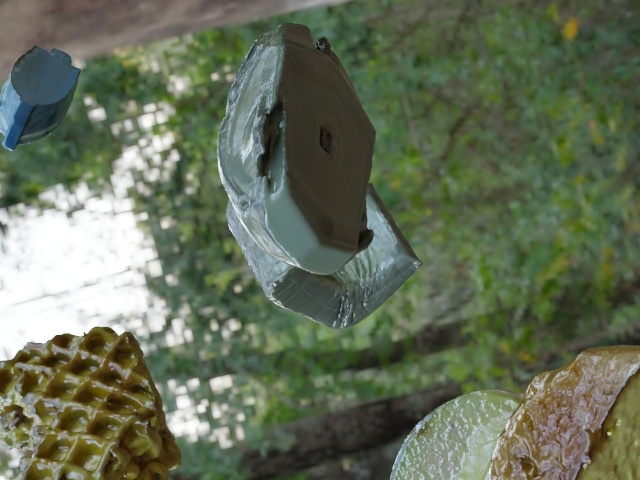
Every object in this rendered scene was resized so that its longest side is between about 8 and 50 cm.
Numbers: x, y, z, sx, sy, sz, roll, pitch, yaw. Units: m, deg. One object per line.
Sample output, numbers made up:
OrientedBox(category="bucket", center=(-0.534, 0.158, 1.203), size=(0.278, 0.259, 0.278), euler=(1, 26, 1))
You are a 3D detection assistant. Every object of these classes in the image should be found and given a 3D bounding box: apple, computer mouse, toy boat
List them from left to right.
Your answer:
OrientedBox(category="toy boat", center=(-0.385, -0.176, 1.967), size=(0.102, 0.088, 0.215), euler=(-60, 9, 28))
OrientedBox(category="computer mouse", center=(-0.039, -0.114, 1.979), size=(0.228, 0.145, 0.429), euler=(40, -143, -30))
OrientedBox(category="apple", center=(0.184, 0.281, 1.755), size=(0.120, 0.193, 0.265), euler=(-61, -7, -80))

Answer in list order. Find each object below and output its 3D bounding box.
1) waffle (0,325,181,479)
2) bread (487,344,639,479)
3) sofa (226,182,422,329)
OrientedBox(category="waffle", center=(-0.326, 0.258, 1.918), size=(0.324, 0.261, 0.151), euler=(-116, 4, -47))
OrientedBox(category="bread", center=(0.210, 0.188, 1.207), size=(0.129, 0.260, 0.134), euler=(17, -167, -39))
OrientedBox(category="sofa", center=(0.000, 0.000, 2.241), size=(0.225, 0.176, 0.210), euler=(28, -156, -44))
